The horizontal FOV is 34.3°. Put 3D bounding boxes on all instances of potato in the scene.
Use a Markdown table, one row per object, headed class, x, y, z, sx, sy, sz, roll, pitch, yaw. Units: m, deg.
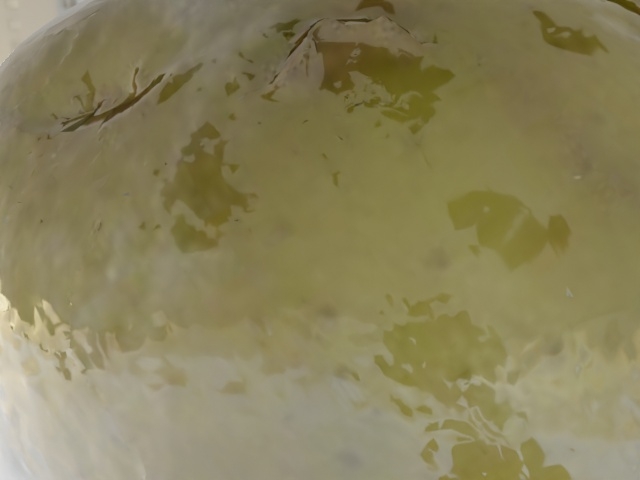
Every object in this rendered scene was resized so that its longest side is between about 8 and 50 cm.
| class | x | y | z | sx | sy | sz | roll | pitch | yaw |
| --- | --- | --- | --- | --- | --- | --- | --- | --- | --- |
| potato | 0.000 | 0.000 | 0.513 | 0.442 | 0.319 | 0.385 | -16 | -146 | 37 |
